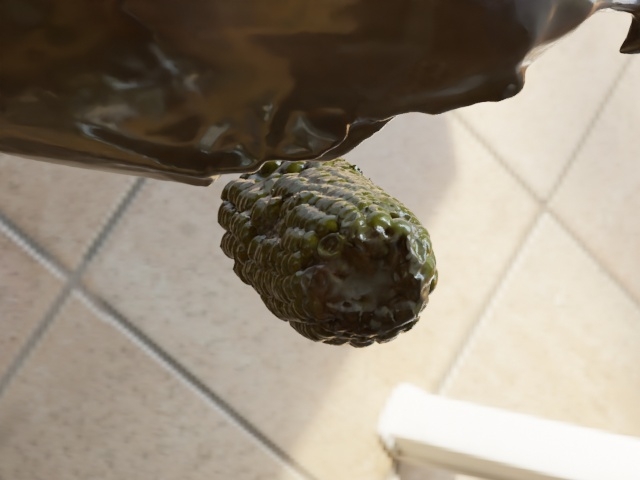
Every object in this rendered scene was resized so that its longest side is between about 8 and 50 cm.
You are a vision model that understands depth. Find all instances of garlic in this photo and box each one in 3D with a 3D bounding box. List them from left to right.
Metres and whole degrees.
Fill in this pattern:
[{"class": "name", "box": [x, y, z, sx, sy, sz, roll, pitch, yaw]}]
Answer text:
[{"class": "garlic", "box": [-0.011, -0.120, 0.448, 0.110, 0.228, 0.217, 45, 56, -69]}]

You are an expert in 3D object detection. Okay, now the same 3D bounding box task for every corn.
[{"class": "corn", "box": [0.000, 0.000, 0.905, 0.097, 0.320, 0.097, -1, 97, -8]}]
